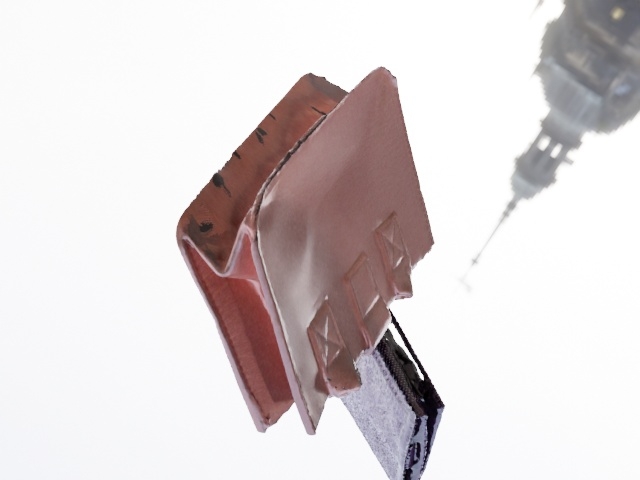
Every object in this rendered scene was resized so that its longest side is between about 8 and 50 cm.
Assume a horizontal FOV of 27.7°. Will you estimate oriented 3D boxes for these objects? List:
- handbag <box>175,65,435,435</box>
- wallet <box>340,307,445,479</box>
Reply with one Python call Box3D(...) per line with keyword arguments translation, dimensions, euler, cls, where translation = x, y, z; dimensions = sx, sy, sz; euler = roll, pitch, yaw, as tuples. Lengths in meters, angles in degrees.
Box3D(translation=(0.000, 0.000, 0.789), dimensions=(0.059, 0.157, 0.212), euler=(-3, -150, 28), cls="handbag")
Box3D(translation=(0.029, 0.088, 0.900), dimensions=(0.030, 0.111, 0.166), euler=(-14, -129, -22), cls="wallet")
